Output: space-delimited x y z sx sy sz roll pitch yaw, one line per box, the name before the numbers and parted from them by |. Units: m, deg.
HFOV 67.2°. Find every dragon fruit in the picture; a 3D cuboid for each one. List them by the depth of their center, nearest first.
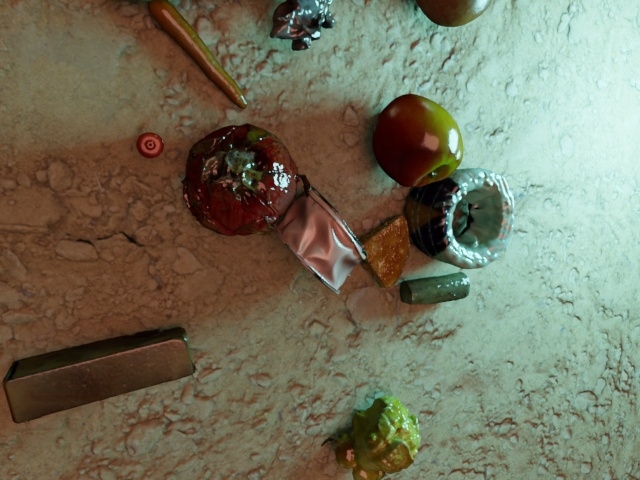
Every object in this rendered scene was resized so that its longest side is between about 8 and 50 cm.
dragon fruit | -0.153 -0.120 0.858 0.218 0.148 0.224 -45 81 -5

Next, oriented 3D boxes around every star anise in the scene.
star anise | -0.015 -0.451 0.878 0.257 0.110 0.199 -44 145 -44

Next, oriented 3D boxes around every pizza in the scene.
pizza | 0.140 0.017 1.092 0.134 0.046 0.175 20 91 -24

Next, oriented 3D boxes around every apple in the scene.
apple | 0.273 -0.543 0.983 0.181 0.181 0.168 -40 133 -11

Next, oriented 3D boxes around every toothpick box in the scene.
toothpick box | -0.307 -0.171 0.866 0.047 0.083 0.047 -3 100 -19

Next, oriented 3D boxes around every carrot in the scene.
carrot | -0.222 -0.345 0.895 0.043 0.043 0.248 -46 114 -8

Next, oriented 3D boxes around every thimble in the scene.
thimble | 0.322 -0.059 1.095 0.237 0.150 0.238 -3 99 -21

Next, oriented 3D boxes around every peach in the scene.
peach | 0.196 -0.213 1.010 0.197 0.197 0.198 -4 100 -21

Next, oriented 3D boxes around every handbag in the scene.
handbag | 0.001 -0.001 0.969 0.116 0.179 0.205 -43 105 -1

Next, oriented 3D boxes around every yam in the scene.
yam | 0.274 0.119 1.150 0.169 0.068 0.069 -8 102 -19

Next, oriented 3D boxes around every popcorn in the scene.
popcorn | 0.130 0.456 1.116 0.173 0.169 0.195 31 125 -34

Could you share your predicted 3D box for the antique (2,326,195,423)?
antique | -0.397 0.238 0.896 0.309 0.093 0.088 -12 103 -19
